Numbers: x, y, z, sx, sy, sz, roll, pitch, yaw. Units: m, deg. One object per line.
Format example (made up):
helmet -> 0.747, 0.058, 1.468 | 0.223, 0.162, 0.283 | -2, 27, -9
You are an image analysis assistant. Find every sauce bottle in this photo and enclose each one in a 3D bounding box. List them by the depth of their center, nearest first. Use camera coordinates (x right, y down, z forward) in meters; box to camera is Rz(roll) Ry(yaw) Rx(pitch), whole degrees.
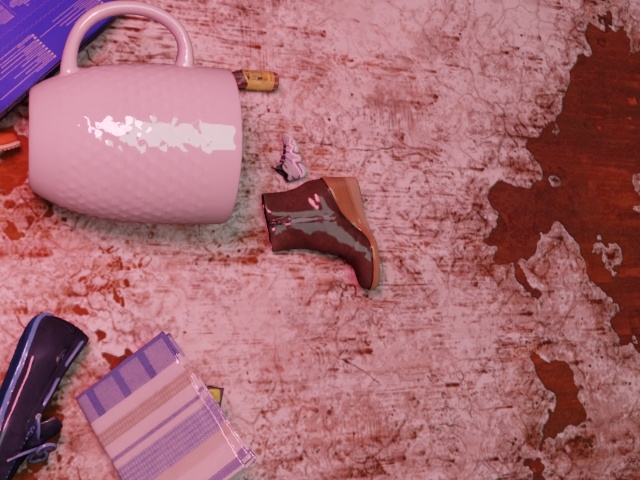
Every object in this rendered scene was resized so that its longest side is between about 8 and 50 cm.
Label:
sauce bottle -> -0.147, -0.321, 1.618 | 0.128, 0.042, 0.042 | -3, 84, -27

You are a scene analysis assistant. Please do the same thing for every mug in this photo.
mug -> -0.321, -0.213, 1.372 | 0.328, 0.276, 0.374 | 0, 104, -20

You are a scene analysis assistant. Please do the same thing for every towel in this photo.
towel -> -0.266, 0.322, 1.380 | 0.209, 0.034, 0.285 | -37, 72, -2

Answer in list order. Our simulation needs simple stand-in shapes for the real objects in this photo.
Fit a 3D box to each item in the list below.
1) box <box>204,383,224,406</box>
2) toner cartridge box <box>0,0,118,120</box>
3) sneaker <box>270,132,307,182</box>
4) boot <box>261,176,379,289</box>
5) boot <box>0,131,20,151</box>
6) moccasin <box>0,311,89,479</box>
box -> -0.226, 0.360, 1.440 | 0.036, 0.114, 0.207 | 16, 76, -23
toner cartridge box -> -0.512, -0.357, 1.396 | 0.165, 0.075, 0.348 | 45, 56, -14
sneaker -> -0.073, -0.163, 1.632 | 0.069, 0.038, 0.098 | -24, 93, -27
boot -> 0.000, 0.000, 1.635 | 0.207, 0.090, 0.248 | -14, 90, -15
boot -> -0.587, -0.187, 1.365 | 0.158, 0.059, 0.084 | -2, 98, -31
moccasin -> -0.472, 0.289, 1.322 | 0.117, 0.138, 0.342 | 25, 73, -25
